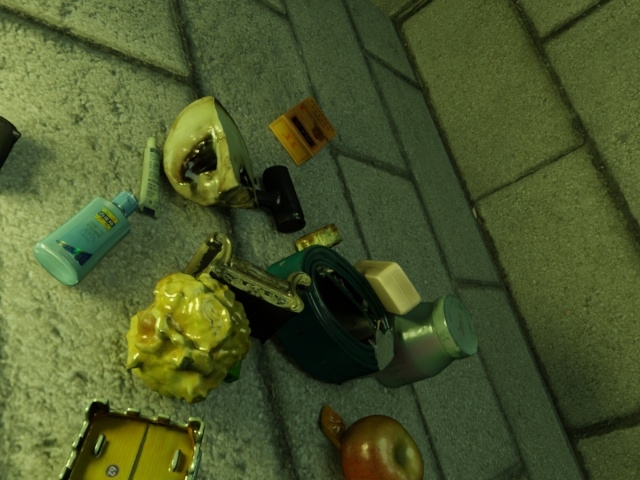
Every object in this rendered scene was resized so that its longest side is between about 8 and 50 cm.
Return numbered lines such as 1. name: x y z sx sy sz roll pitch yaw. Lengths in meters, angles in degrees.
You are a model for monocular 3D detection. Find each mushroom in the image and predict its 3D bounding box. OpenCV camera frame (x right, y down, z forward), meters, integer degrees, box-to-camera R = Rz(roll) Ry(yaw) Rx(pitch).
1. mushroom: -0.272 -0.180 1.456 0.292 0.212 0.217 61 -2 23

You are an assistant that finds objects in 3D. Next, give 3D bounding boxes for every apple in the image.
1. apple: 0.145 0.553 1.414 0.210 0.173 0.234 -23 87 -55

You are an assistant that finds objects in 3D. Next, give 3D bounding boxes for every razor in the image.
1. razor: -0.619 -0.171 1.034 0.090 0.054 0.148 39 36 -31

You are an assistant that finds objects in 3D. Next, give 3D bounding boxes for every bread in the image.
1. bread: 0.000 0.000 1.707 0.140 0.128 0.069 -20 86 -58

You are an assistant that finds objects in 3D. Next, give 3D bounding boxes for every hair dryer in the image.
1. hair dryer: -0.166 -0.130 1.631 0.251 0.089 0.197 6 60 -46

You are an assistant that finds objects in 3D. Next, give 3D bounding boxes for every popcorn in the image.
1. popcorn: -0.253 0.189 1.078 0.249 0.249 0.225 48 22 -19

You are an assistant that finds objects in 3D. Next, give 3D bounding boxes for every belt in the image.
1. belt: 0.029 0.209 1.536 0.436 0.173 0.300 43 37 -27

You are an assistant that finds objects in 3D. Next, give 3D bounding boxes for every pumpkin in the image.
1. pumpkin: 0.038 0.481 1.457 0.101 0.035 0.073 52 35 -17

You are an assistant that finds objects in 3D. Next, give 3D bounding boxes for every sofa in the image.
1. sofa: -0.169 0.095 1.272 0.258 0.200 0.182 27 45 -18

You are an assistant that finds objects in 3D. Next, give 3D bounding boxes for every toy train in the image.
1. toy train: -0.197 0.227 1.320 0.044 0.042 0.209 39 37 -32

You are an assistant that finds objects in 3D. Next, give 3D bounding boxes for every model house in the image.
1. model house: -0.299 0.385 0.882 0.199 0.215 0.224 15 44 -9

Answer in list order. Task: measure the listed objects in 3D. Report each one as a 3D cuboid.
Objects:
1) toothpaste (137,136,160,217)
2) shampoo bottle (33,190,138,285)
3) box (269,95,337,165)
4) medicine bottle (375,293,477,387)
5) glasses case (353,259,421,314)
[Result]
1. toothpaste: -0.405 -0.155 1.346 0.062 0.037 0.216 23 51 -45
2. shampoo bottle: -0.455 -0.021 1.139 0.104 0.061 0.258 49 33 -17
3. box: -0.054 -0.392 2.003 0.174 0.076 0.274 52 32 -10
4. medicine bottle: 0.309 0.302 1.745 0.245 0.290 0.244 35 40 -36
5. glasses case: 0.181 0.136 1.708 0.144 0.076 0.336 56 -12 -8
